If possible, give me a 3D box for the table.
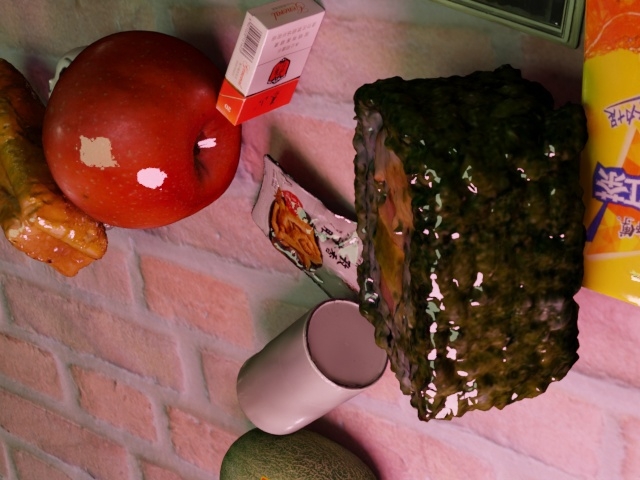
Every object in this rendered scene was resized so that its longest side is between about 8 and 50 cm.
[{"bbox_3d":[-0.014,0.172,1.532,0.126,0.126,0.220,57,143,6],"label":"table"}]

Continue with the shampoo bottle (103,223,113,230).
[{"bbox_3d":[-0.295,-0.067,1.752,0.207,0.063,0.057,-39,72,50],"label":"shampoo bottle"}]

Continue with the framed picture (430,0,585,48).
[{"bbox_3d":[0.177,-0.357,1.135,0.232,0.019,0.296,27,128,35],"label":"framed picture"}]

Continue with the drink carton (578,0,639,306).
[{"bbox_3d":[0.325,-0.109,1.051,0.154,0.111,0.351,21,126,39],"label":"drink carton"}]

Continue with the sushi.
[{"bbox_3d":[0.138,-0.008,1.180,0.294,0.178,0.352,-122,25,-58],"label":"sushi"}]

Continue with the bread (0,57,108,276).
[{"bbox_3d":[-0.437,-0.122,1.760,0.109,0.185,0.380,-38,55,14],"label":"bread"}]

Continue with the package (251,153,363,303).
[{"bbox_3d":[0.000,0.000,1.502,0.239,0.030,0.154,41,146,16],"label":"package"}]

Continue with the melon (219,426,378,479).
[{"bbox_3d":[-0.019,0.364,1.613,0.287,0.182,0.182,17,123,40],"label":"melon"}]

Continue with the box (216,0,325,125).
[{"bbox_3d":[-0.063,-0.221,1.397,0.048,0.100,0.152,45,137,23],"label":"box"}]

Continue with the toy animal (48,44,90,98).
[{"bbox_3d":[-0.332,-0.193,1.662,0.166,0.138,0.179,-152,54,-66],"label":"toy animal"}]

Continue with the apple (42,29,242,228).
[{"bbox_3d":[-0.226,-0.137,1.497,0.216,0.260,0.260,14,122,26],"label":"apple"}]
